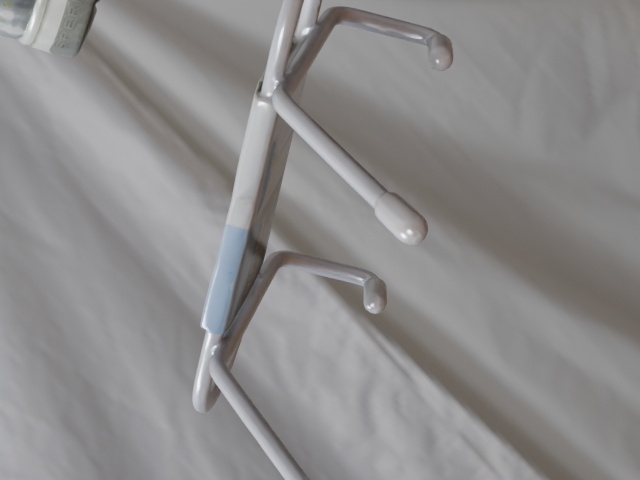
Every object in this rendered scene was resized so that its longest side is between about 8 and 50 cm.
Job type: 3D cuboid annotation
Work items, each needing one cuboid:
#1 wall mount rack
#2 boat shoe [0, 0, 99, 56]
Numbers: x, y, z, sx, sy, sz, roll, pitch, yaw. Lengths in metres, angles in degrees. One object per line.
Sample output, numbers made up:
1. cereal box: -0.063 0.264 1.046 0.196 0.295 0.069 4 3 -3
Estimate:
1. wall mount rack: 0.000 0.000 1.109 0.304 0.130 0.350 -68 -8 -61
2. boat shoe: -0.184 -0.216 0.982 0.320 0.103 0.118 -105 32 -48
